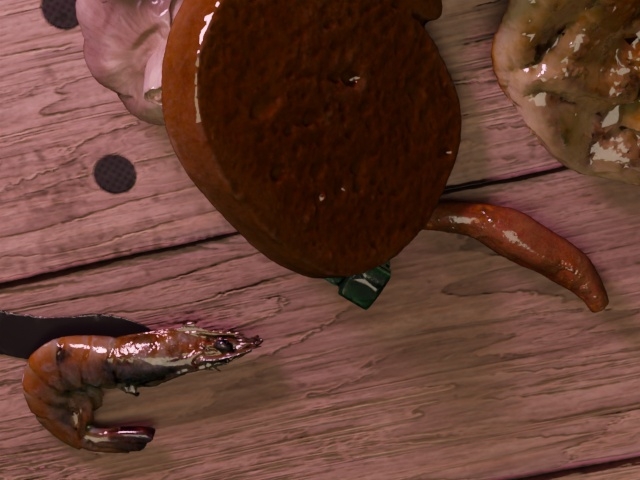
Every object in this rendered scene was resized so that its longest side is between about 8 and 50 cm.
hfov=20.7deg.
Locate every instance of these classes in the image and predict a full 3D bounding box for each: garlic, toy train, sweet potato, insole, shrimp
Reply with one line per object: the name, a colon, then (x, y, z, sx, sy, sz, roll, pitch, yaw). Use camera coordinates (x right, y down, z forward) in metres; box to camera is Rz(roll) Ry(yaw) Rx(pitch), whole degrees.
garlic: (-0.156, -0.204, 1.791, 0.219, 0.212, 0.218, 3, 118, 6)
toy train: (0.000, 0.000, 1.942, 0.170, 0.111, 0.071, 31, 109, -14)
sweet potato: (0.219, 0.001, 1.968, 0.255, 0.058, 0.078, 23, 134, -5)
insole: (-0.307, 0.117, 2.062, 0.232, 0.003, 0.080, 6, 115, -1)
shrimp: (-0.204, 0.176, 2.058, 0.296, 0.058, 0.169, -7, 121, 9)

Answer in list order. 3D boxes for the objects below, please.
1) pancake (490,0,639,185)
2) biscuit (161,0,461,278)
pancake: (0.373, -0.215, 1.828, 0.387, 0.082, 0.386, -3, 123, -4)
biscuit: (0.004, -0.151, 1.803, 0.350, 0.070, 0.394, -53, 130, -21)
